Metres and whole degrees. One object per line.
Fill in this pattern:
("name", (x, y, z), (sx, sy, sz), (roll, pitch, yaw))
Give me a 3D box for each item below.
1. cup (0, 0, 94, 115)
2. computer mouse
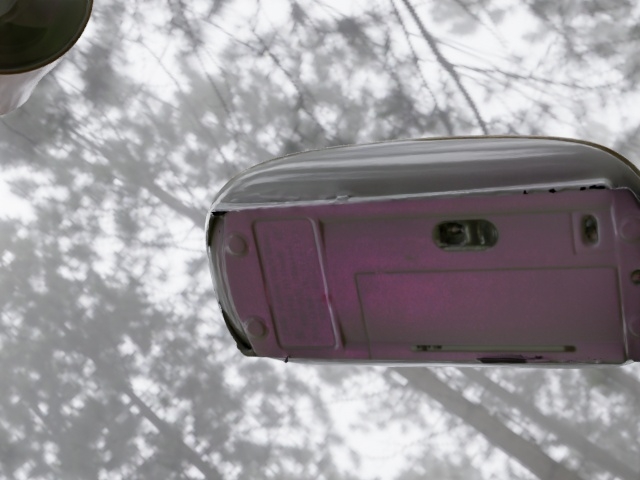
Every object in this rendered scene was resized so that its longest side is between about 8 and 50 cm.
("cup", (-0.354, -0.212, 1.133), (0.226, 0.264, 0.182), (-26, -91, -23))
("computer mouse", (0.070, 0.015, 0.739), (0.072, 0.310, 0.158), (-47, -50, -58))
